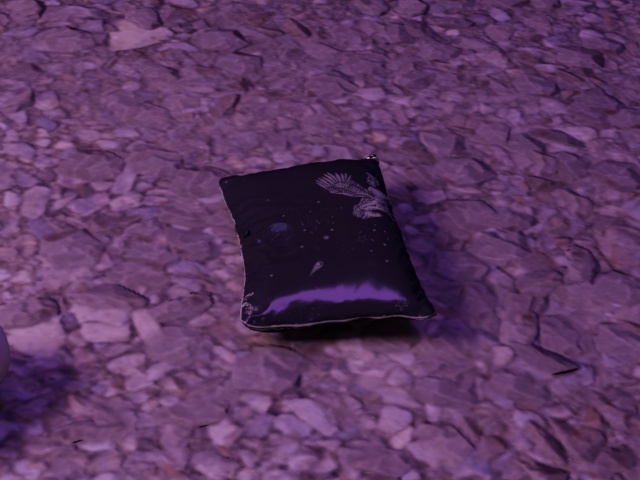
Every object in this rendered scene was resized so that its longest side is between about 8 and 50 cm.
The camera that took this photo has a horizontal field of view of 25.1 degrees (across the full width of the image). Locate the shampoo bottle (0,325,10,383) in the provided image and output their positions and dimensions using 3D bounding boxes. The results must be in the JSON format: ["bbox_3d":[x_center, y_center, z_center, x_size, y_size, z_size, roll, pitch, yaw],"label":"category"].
[{"bbox_3d":[-0.269,0.106,0.877,0.074,0.074,0.192,19,35,18],"label":"shampoo bottle"}]

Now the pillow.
[{"bbox_3d":[0.000,0.000,1.095,0.141,0.055,0.208,-5,35,-6],"label":"pillow"}]
